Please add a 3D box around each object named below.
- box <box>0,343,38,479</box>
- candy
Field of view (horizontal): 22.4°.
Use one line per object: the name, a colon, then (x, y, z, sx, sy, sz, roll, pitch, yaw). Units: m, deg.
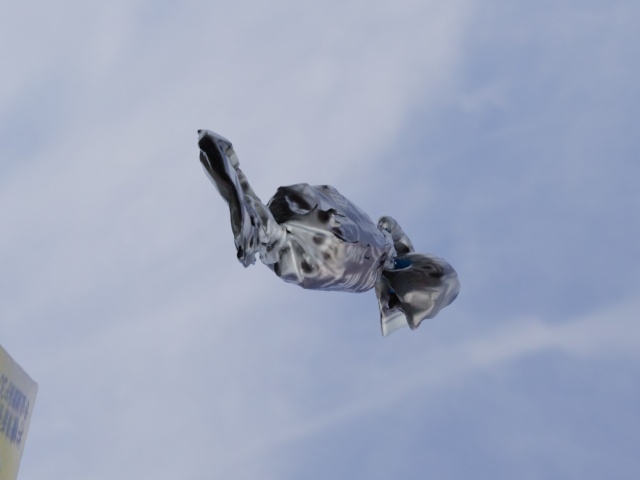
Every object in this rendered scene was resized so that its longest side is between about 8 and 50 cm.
box: (-0.161, 0.076, 0.421, 0.097, 0.265, 0.168, 9, -109, 5)
candy: (0.000, 0.000, 0.815, 0.051, 0.226, 0.094, -49, -115, 10)
